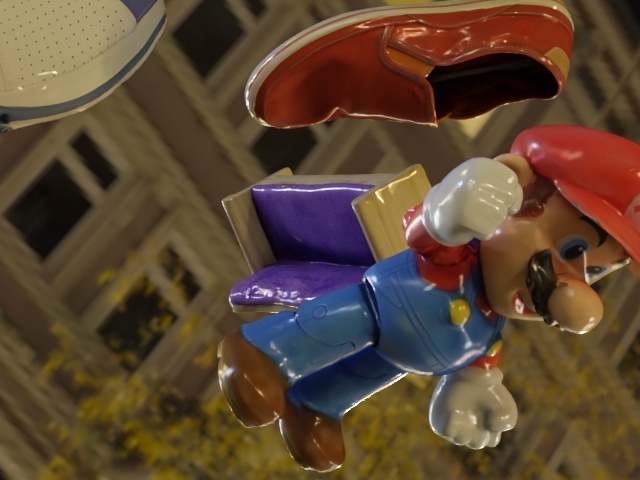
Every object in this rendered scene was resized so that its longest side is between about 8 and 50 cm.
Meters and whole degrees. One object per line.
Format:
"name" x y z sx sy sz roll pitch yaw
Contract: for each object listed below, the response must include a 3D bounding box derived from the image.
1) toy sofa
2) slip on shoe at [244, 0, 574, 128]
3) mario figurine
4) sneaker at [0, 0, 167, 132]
"toy sofa" 0.000 0.000 2.312 0.362 0.177 0.150 3 -61 58
"slip on shoe" 0.086 -0.161 1.695 0.331 0.101 0.123 -9 -36 7
"mario figurine" 0.095 0.051 1.129 0.320 0.198 0.170 -33 -95 14
"sneaker" -0.223 -0.149 0.968 0.127 0.315 0.182 26 -47 35
